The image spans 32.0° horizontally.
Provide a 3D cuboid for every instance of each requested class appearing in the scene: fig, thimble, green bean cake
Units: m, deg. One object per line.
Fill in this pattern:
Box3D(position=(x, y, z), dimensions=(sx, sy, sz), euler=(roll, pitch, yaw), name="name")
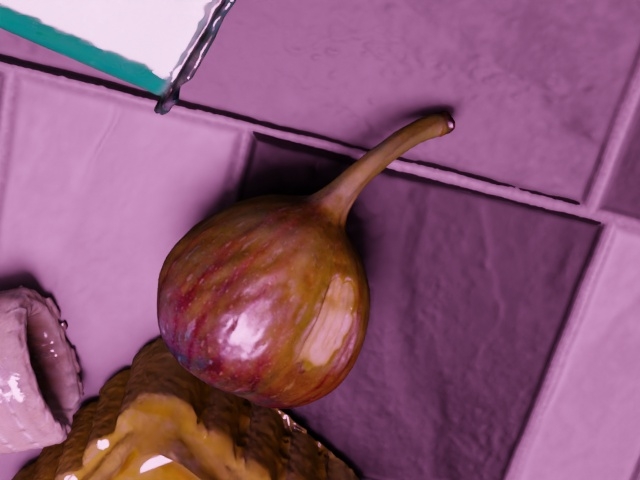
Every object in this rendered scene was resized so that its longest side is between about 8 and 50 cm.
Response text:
Box3D(position=(0.000, 0.000, 0.757), dimensions=(0.149, 0.149, 0.245), euler=(38, 97, -14), name="fig")
Box3D(position=(-0.234, 0.097, 0.814), dimensions=(0.090, 0.102, 0.115), euler=(-15, 121, 5), name="thimble")
Box3D(position=(-0.108, 0.227, 0.853), dimensions=(0.236, 0.124, 0.233), euler=(40, 109, -15), name="green bean cake")

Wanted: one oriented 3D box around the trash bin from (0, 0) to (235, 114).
Box3D(position=(-0.195, -0.251, 0.570), dimensions=(0.381, 0.295, 0.259), euler=(26, 114, -16), name="trash bin")
